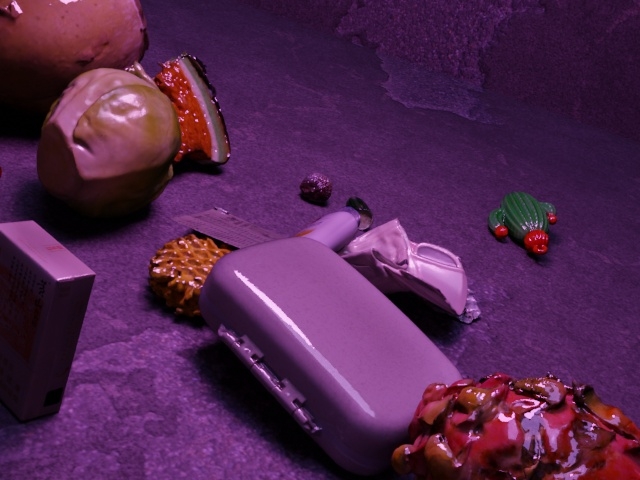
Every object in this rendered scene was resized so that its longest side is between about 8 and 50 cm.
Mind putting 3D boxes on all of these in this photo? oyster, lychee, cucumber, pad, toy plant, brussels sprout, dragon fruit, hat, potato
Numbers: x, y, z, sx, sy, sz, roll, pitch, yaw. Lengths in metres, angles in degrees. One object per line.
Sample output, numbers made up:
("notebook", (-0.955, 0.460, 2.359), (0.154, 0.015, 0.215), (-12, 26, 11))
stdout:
("oyster", (0.240, 0.119, 1.647), (0.098, 0.037, 0.100), (-24, 66, -31))
("lychee", (-0.008, -0.112, 1.913), (0.067, 0.068, 0.083), (57, 15, -15))
("cucumber", (0.079, -0.062, 1.888), (0.048, 0.048, 0.105), (11, 21, -16))
("pad", (-0.156, -0.022, 1.599), (0.160, 0.009, 0.265), (23, 10, 7))
("toy plant", (0.465, -0.041, 2.067), (0.155, 0.088, 0.240), (13, 33, 18))
("brussels sprout", (-0.365, -0.167, 1.541), (0.227, 0.259, 0.294), (32, 26, 13))
("dragon fruit", (0.227, 0.284, 1.036), (0.291, 0.250, 0.269), (24, 43, -1))
("hat", (0.146, 0.070, 1.603), (0.226, 0.164, 0.219), (50, 25, 2))
("potato", (-0.597, -0.395, 1.757), (0.442, 0.385, 0.319), (-14, 26, 53))

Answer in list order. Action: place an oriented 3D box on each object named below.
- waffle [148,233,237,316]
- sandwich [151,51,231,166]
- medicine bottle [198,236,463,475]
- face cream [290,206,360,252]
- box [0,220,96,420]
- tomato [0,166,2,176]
("waffle", (-0.177, 0.064, 1.421), (0.197, 0.070, 0.193), (17, 24, -10))
("sandwich", (-0.337, -0.227, 1.830), (0.162, 0.250, 0.301), (-18, 12, 37))
("medicine bottle", (0.017, 0.147, 1.259), (0.375, 0.123, 0.282), (42, 31, 25))
("face cream", (0.000, 0.000, 1.604), (0.071, 0.144, 0.291), (60, 30, -3))
("box", (-0.352, 0.095, 1.070), (0.141, 0.201, 0.058), (35, 25, 30))
("tomato", (-0.577, -0.116, 1.502), (0.075, 0.087, 0.087), (34, 7, -45))
